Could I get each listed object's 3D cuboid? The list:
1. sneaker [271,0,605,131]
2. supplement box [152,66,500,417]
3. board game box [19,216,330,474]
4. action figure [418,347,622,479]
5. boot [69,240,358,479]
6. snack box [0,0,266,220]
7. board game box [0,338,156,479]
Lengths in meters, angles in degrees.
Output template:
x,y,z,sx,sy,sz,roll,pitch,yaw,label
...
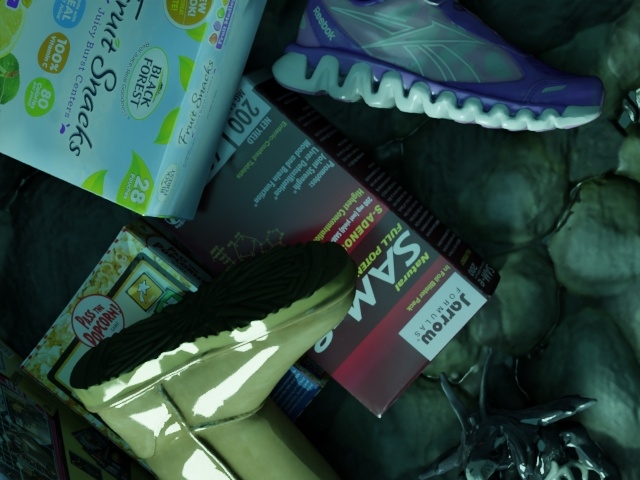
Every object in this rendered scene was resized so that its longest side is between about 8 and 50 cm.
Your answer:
x,y,z,sx,sy,sz,roll,pitch,yaw,label
0.087,-0.138,1.183,0.236,0.095,0.104,12,95,10,sneaker
0.000,0.000,1.232,0.239,0.073,0.130,41,106,1,supplement box
-0.111,0.099,1.286,0.193,0.045,0.147,39,105,2,board game box
0.164,0.219,1.208,0.164,0.141,0.275,-31,95,26,action figure
-0.018,0.147,1.208,0.236,0.089,0.269,-24,118,22,boot
-0.160,-0.130,1.201,0.207,0.070,0.174,22,98,26,snack box
-0.201,0.181,1.258,0.243,0.165,0.042,42,105,2,board game box
